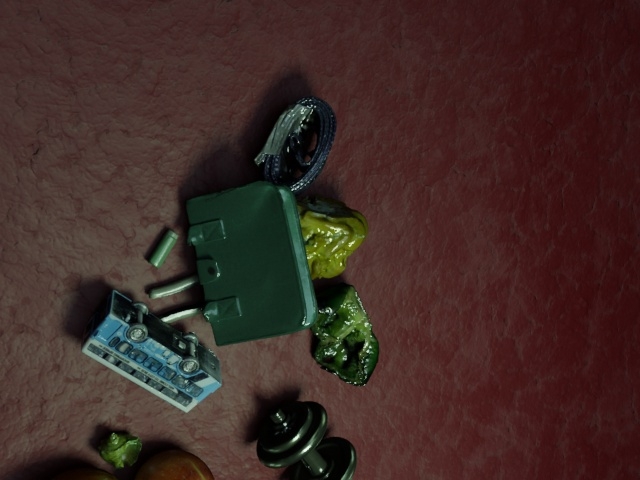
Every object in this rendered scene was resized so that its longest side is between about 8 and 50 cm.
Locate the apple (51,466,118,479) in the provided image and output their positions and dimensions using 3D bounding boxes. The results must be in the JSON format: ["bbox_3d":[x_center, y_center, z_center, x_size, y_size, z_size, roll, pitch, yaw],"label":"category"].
[{"bbox_3d":[-0.501,0.591,1.493,0.226,0.246,0.246,-12,104,-22],"label":"apple"}]

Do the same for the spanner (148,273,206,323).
[{"bbox_3d":[-0.222,0.103,1.648,0.324,0.040,0.096,-16,107,-23],"label":"spanner"}]

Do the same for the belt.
[{"bbox_3d":[-0.051,-0.203,1.640,0.139,0.126,0.231,26,86,-1],"label":"belt"}]

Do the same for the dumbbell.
[{"bbox_3d":[-0.031,0.499,1.730,0.192,0.192,0.290,-41,114,-16],"label":"dumbbell"}]

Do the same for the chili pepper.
[{"bbox_3d":[0.050,0.227,1.783,0.148,0.116,0.265,-38,115,-30],"label":"chili pepper"}]

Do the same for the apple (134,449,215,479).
[{"bbox_3d":[-0.326,0.558,1.600,0.201,0.162,0.201,-36,133,-51],"label":"apple"}]

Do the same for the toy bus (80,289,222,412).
[{"bbox_3d":[-0.352,0.237,1.552,0.297,0.106,0.131,38,106,-27],"label":"toy bus"}]

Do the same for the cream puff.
[{"bbox_3d":[0.005,0.002,1.661,0.221,0.194,0.195,-16,108,-51],"label":"cream puff"}]

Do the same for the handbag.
[{"bbox_3d":[-0.149,0.049,1.549,0.238,0.089,0.327,-13,90,16],"label":"handbag"}]

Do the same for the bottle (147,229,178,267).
[{"bbox_3d":[-0.337,0.018,1.578,0.030,0.030,0.083,35,81,-28],"label":"bottle"}]

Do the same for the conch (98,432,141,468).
[{"bbox_3d":[-0.426,0.451,1.579,0.089,0.074,0.121,-10,128,-4],"label":"conch"}]
